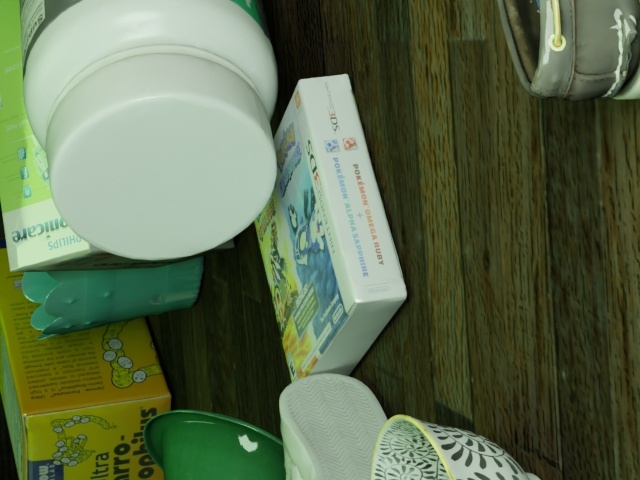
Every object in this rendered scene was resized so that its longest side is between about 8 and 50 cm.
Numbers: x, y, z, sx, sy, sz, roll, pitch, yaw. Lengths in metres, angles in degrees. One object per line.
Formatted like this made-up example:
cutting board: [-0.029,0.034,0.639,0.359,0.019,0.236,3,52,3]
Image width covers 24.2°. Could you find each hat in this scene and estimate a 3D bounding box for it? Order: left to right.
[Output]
hat: [-0.098,0.268,1.279,0.208,0.184,0.173,-2,136,35]

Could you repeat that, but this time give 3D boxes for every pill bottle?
pill bottle: [-0.145,-0.169,1.231,0.204,0.204,0.361,101,162,-44]

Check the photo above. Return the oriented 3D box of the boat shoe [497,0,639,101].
boat shoe: [0.105,-0.170,0.741,0.081,0.068,0.228,114,144,-58]

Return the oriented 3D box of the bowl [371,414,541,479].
bowl: [0.096,0.183,0.892,0.170,0.080,0.170,173,90,-73]

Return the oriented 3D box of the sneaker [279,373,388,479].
sneaker: [0.034,0.245,1.093,0.292,0.108,0.169,-111,18,-60]

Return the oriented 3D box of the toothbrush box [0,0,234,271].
toothbrush box: [-0.214,-0.117,1.489,0.122,0.206,0.283,-12,82,37]

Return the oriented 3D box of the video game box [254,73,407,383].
video game box: [0.000,0.000,1.174,0.205,0.048,0.187,119,143,-61]

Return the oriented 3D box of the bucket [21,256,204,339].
bucket: [-0.252,-0.029,1.721,0.281,0.183,0.281,173,90,-72]

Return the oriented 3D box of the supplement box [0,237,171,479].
supplement box: [-0.341,0.171,2.057,0.357,0.195,0.194,-115,25,-46]
